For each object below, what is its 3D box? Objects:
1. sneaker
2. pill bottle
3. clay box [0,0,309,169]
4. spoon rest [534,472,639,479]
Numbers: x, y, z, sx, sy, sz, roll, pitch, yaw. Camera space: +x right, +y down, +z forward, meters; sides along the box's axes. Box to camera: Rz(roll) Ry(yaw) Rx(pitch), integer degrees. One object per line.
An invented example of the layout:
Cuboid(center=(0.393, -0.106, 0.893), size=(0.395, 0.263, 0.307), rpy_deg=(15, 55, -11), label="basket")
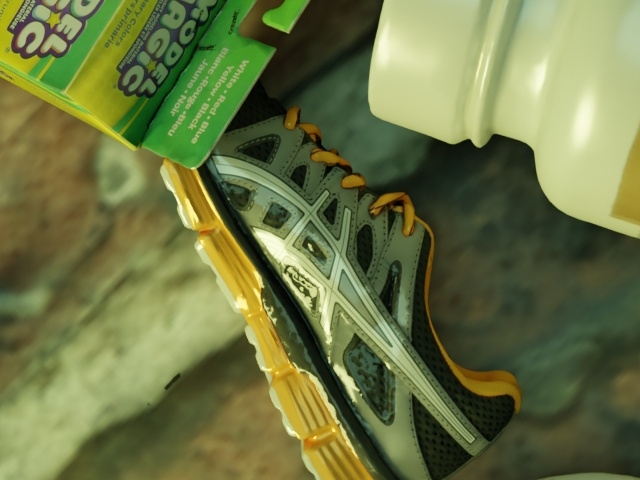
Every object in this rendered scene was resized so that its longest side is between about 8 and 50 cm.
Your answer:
Cuboid(center=(0.000, 0.000, 0.616), size=(0.083, 0.084, 0.215), rpy_deg=(-28, 94, 5), label="sneaker")
Cuboid(center=(0.140, -0.060, 0.566), size=(0.229, 0.131, 0.131), rpy_deg=(18, 91, 9), label="pill bottle")
Cuboid(center=(-0.098, -0.123, 0.595), size=(0.222, 0.053, 0.127), rpy_deg=(27, 83, 35), label="clay box")
Cuboid(center=(0.032, 0.161, 0.607), size=(0.276, 0.084, 0.137), rpy_deg=(-7, 101, -3), label="spoon rest")
